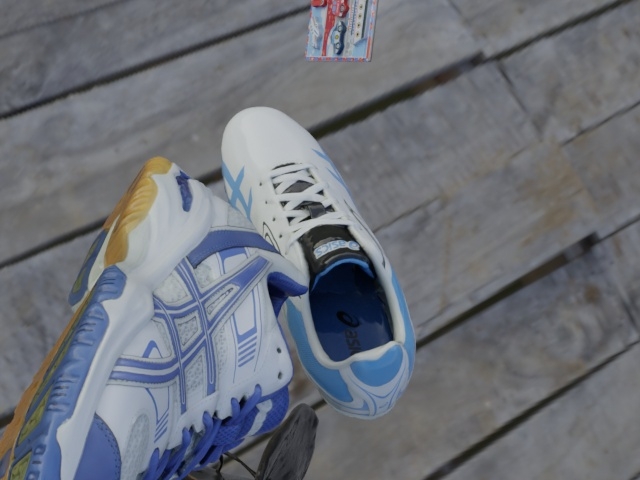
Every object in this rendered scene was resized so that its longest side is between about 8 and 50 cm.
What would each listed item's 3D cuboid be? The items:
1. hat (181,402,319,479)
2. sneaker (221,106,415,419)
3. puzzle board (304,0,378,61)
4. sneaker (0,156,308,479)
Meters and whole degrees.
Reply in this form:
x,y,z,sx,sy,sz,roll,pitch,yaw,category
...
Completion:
x,y,z,sx,sy,sz,roll,pitch,yaw,category
-0.122,0.235,0.987,0.134,0.331,0.331,27,54,9,hat
0.000,0.000,0.877,0.085,0.086,0.237,-15,61,-18,sneaker
0.022,-0.240,1.336,0.011,0.096,0.128,4,93,-40,puzzle board
-0.072,0.071,0.686,0.131,0.112,0.296,33,36,-12,sneaker
